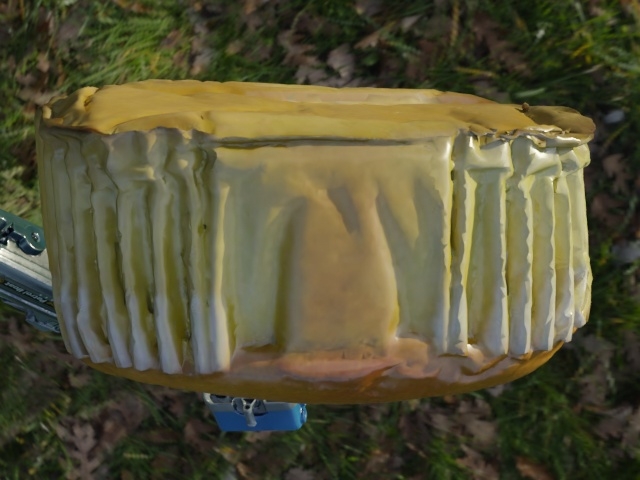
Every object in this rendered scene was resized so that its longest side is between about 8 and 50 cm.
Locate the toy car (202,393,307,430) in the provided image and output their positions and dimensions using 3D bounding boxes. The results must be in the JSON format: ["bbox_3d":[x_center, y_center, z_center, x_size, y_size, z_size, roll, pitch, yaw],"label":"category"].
[{"bbox_3d":[-0.053,0.120,1.105,0.097,0.100,0.191,-3,45,12],"label":"toy car"}]

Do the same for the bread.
[{"bbox_3d":[0.000,0.000,0.382,0.190,0.132,0.114,-4,102,-7],"label":"bread"}]

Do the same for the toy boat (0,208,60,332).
[{"bbox_3d":[-0.384,0.061,1.548,0.296,0.122,0.114,37,31,-46],"label":"toy boat"}]
